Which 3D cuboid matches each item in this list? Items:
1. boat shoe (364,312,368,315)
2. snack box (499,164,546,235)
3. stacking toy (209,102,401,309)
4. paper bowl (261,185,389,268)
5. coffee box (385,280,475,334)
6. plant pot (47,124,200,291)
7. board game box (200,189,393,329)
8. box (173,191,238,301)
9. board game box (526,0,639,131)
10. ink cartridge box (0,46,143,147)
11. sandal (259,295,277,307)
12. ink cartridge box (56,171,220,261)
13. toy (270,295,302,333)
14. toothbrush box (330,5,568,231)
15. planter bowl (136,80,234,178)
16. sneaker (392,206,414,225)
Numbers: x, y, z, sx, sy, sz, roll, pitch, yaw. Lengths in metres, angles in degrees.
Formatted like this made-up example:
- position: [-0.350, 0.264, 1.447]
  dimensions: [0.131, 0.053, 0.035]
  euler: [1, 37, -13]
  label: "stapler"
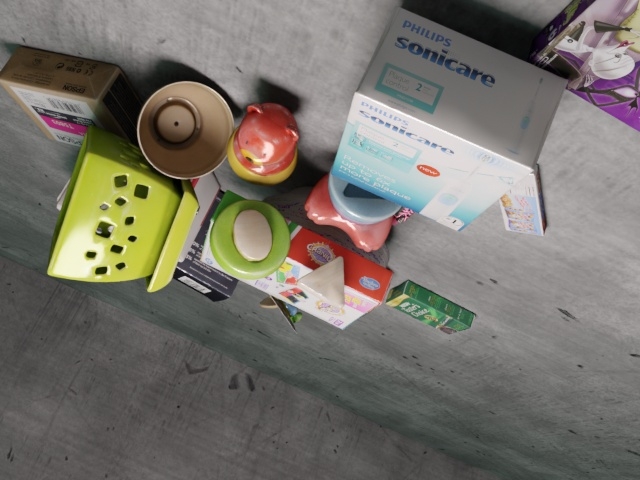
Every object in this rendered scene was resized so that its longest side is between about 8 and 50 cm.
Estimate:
- position: [0.027, 0.111, 1.631]
  dimensions: [0.120, 0.122, 0.324]
  euler: [41, 153, -23]
  label: "boat shoe"
- position: [0.315, -0.064, 1.082]
  dimensions: [0.064, 0.022, 0.178]
  euler: [10, 154, 28]
  label: "snack box"
- position: [-0.022, -0.061, 1.089]
  dimensions: [0.309, 0.279, 0.130]
  euler: [21, 160, -6]
  label: "stacking toy"
- position: [0.000, 0.000, 1.367]
  dimensions: [0.284, 0.148, 0.284]
  euler: [20, 158, 8]
  label: "paper bowl"
- position: [0.256, 0.161, 1.620]
  dimensions: [0.184, 0.040, 0.113]
  euler: [27, 158, -10]
  label: "coffee box"
- position: [-0.342, -0.050, 1.214]
  dimensions: [0.207, 0.227, 0.228]
  euler: [18, -166, -22]
  label: "plant pot"
- position: [-0.055, 0.046, 1.248]
  dimensions: [0.316, 0.064, 0.242]
  euler: [27, 158, -5]
  label: "board game box"
- position: [-0.240, 0.010, 1.546]
  dimensions: [0.153, 0.207, 0.108]
  euler: [33, 156, -20]
  label: "box"
- position: [0.378, -0.218, 0.646]
  dimensions: [0.208, 0.056, 0.347]
  euler: [23, 158, -9]
  label: "board game box"
- position: [-0.458, -0.258, 1.312]
  dimensions: [0.235, 0.088, 0.193]
  euler: [14, 155, 19]
  label: "ink cartridge box"
- position: [-0.078, 0.128, 1.863]
  dimensions: [0.240, 0.088, 0.079]
  euler: [-5, 113, 38]
  label: "sandal"
- position: [-0.384, -0.095, 1.461]
  dimensions: [0.273, 0.197, 0.114]
  euler: [17, 157, 17]
  label: "ink cartridge box"
- position: [-0.108, 0.107, 1.730]
  dimensions: [0.237, 0.056, 0.137]
  euler: [63, -179, -27]
  label: "toy"
- position: [0.146, -0.138, 0.891]
  dimensions: [0.216, 0.126, 0.295]
  euler: [24, 166, 0]
  label: "toothbrush box"
- position: [-0.240, -0.194, 1.181]
  dimensions: [0.162, 0.162, 0.109]
  euler: [36, 179, -28]
  label: "planter bowl"
- position: [0.155, -0.057, 1.209]
  dimensions: [0.047, 0.057, 0.119]
  euler: [32, 155, -15]
  label: "sneaker"
